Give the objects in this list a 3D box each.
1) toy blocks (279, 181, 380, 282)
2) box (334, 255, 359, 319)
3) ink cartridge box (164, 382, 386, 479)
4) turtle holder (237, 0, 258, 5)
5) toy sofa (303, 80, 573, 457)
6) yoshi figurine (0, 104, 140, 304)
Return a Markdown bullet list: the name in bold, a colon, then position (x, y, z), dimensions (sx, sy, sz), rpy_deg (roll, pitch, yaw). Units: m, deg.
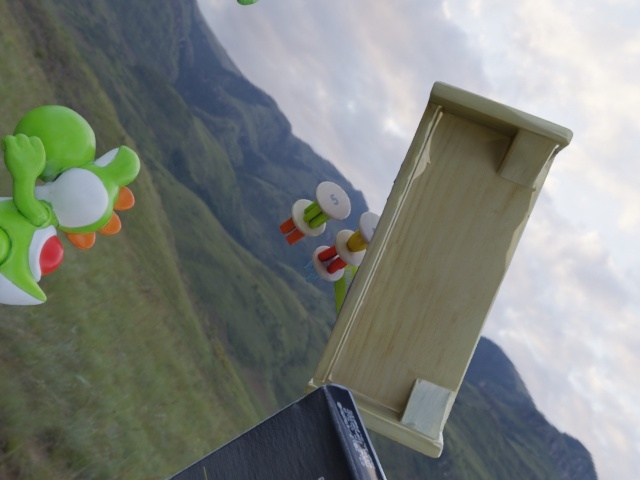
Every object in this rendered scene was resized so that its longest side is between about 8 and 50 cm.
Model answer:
- **toy blocks**: position (0.000, 0.000, 0.793), dimensions (0.123, 0.054, 0.148), rpy_deg (34, -44, -20)
- **box**: position (0.048, 0.111, 0.868), dimensions (0.109, 0.042, 0.178), rpy_deg (63, 22, -64)
- **ink cartridge box**: position (-0.051, 0.331, 0.523), dimensions (0.072, 0.307, 0.304), rpy_deg (33, 27, -54)
- **turtle holder**: position (-0.075, -0.565, 0.997), dimensions (0.227, 0.320, 0.243), rpy_deg (54, -6, 21)
- **toy sofa**: position (0.123, 0.029, 0.669), dimensions (0.150, 0.363, 0.177), rpy_deg (22, 1, 8)
- **yoshi figurine**: position (-0.423, -0.058, 0.819), dimensions (0.203, 0.362, 0.203), rpy_deg (25, -40, 27)
